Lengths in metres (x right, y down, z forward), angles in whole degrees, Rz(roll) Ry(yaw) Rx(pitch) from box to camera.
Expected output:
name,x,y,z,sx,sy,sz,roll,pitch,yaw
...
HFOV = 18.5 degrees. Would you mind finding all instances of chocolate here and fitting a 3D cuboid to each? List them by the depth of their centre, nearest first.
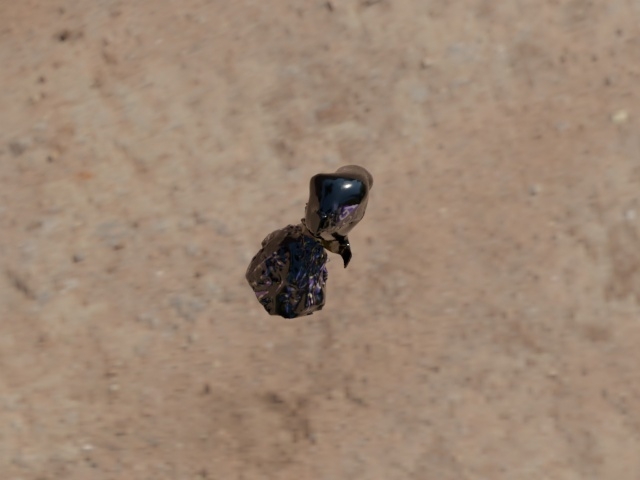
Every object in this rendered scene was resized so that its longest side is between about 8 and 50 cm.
name,x,y,z,sx,sy,sz,roll,pitch,yaw
chocolate,0.001,-0.002,1.326,0.070,0.147,0.072,29,57,-11
